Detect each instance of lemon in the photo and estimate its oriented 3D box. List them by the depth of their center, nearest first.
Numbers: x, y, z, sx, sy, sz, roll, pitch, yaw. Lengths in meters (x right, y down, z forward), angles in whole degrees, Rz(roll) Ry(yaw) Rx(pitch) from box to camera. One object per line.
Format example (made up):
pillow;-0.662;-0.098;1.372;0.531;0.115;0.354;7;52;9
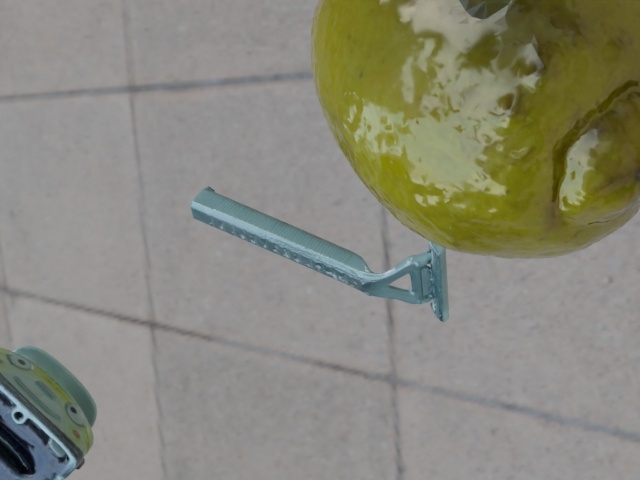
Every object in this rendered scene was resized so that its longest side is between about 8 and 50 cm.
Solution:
lemon;0.131;-0.126;1.031;0.316;0.286;0.285;-160;65;-70

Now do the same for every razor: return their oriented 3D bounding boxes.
razor;-0.006;0.008;1.322;0.278;0.056;0.111;16;145;20

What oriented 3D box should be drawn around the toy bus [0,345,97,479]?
toy bus;-0.315;0.212;1.165;0.133;0.164;0.276;44;106;-3
